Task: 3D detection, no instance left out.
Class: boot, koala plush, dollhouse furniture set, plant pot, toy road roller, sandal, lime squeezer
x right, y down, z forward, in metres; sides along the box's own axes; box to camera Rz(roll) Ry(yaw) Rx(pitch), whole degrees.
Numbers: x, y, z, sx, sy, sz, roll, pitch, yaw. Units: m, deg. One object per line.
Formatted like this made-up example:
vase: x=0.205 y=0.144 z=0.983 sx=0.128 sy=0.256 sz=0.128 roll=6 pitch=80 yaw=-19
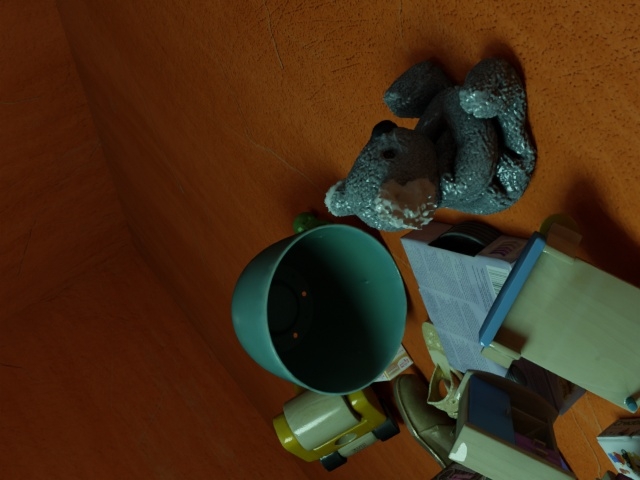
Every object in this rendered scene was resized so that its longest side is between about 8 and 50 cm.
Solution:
boot: x=0.258 y=0.373 z=1.434 sx=0.305 sy=0.112 sz=0.115 roll=56 pitch=129 yaw=18
koala plush: x=0.123 y=-0.084 z=0.893 sx=0.196 sy=0.221 sz=0.203 roll=17 pitch=135 yaw=59
dollhouse furniture set: x=0.327 y=0.148 z=0.896 sx=0.286 sy=0.303 sz=0.198 roll=25 pitch=-165 yaw=7
plant pot: x=-0.030 y=0.124 z=1.362 sx=0.235 sy=0.293 sz=0.293 roll=-7 pitch=113 yaw=56
toy road roller: x=0.017 y=0.358 z=1.687 sx=0.241 sy=0.202 sz=0.329 roll=63 pitch=-173 yaw=32
sandal: x=0.217 y=0.259 z=1.327 sx=0.088 sy=0.079 sz=0.240 roll=2 pitch=118 yaw=63
lime squeezer: x=0.000 y=0.000 z=1.506 sx=0.310 sy=0.059 sz=0.110 roll=23 pitch=139 yaw=55

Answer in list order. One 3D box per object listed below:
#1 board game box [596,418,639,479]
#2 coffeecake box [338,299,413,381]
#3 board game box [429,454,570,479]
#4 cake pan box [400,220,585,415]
board game box: x=0.495 y=0.356 z=0.907 sx=0.305 sy=0.053 sz=0.193 roll=57 pitch=159 yaw=4
coffeecake box: x=0.093 y=0.200 z=1.553 sx=0.185 sy=0.068 sz=0.142 roll=58 pitch=159 yaw=2
board game box: x=0.284 y=0.480 z=1.208 sx=0.232 sy=0.291 sz=0.141 roll=57 pitch=160 yaw=1
cake pan box: x=0.246 y=0.102 z=1.092 sx=0.245 sy=0.070 sz=0.267 roll=12 pitch=130 yaw=59
